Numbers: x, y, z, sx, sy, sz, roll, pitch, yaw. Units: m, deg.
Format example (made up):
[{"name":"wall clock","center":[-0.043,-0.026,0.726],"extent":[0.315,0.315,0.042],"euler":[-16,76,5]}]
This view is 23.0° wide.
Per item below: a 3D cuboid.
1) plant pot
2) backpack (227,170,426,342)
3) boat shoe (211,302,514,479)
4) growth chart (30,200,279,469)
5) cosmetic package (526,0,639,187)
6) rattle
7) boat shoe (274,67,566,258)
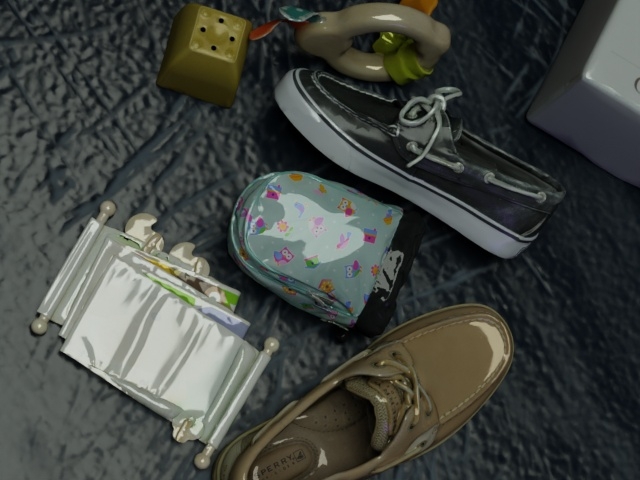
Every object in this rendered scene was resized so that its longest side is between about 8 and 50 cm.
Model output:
[{"name":"plant pot","center":[-0.109,-0.192,1.565],"extent":[0.081,0.083,0.081],"euler":[17,73,-11]},{"name":"backpack","center":[0.000,0.000,1.534],"extent":[0.182,0.115,0.152],"euler":[24,75,-6]},{"name":"boat shoe","center":[0.058,0.166,1.512],"extent":[0.341,0.110,0.121],"euler":[-32,87,-19]},{"name":"growth chart","center":[-0.155,0.084,1.522],"extent":[0.237,0.021,0.172],"euler":[38,70,-4]},{"name":"cosmetic package","center":[0.431,-0.276,1.688],"extent":[0.230,0.161,0.453],"euler":[30,72,-7]},{"name":"rattle","center":[0.031,-0.244,1.589],"extent":[0.200,0.130,0.142],"euler":[12,81,-16]},{"name":"boat shoe","center":[0.103,-0.099,1.566],"extent":[0.306,0.105,0.113],"euler":[33,29,-6]}]
